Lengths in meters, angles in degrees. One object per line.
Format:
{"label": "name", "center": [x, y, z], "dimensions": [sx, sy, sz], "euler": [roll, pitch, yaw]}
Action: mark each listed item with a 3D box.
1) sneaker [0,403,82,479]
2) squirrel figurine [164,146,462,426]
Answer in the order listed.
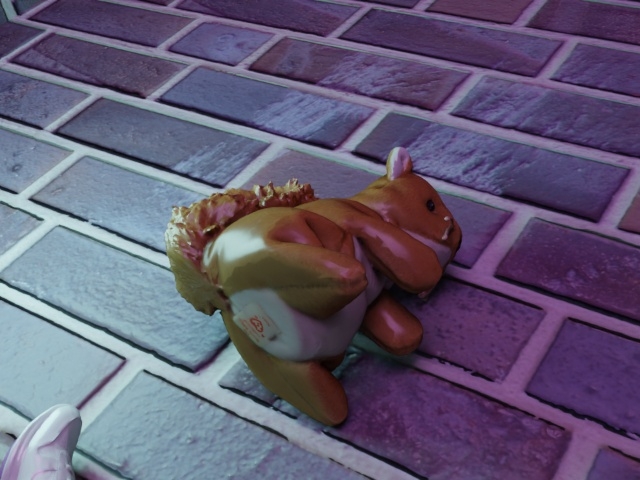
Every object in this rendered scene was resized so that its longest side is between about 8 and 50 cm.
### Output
{"label": "sneaker", "center": [-0.329, 0.342, 1.048], "dimensions": [0.152, 0.114, 0.305], "euler": [9, 47, 2]}
{"label": "squirrel figurine", "center": [0.000, 0.000, 1.233], "dimensions": [0.397, 0.281, 0.370], "euler": [22, 44, 29]}
